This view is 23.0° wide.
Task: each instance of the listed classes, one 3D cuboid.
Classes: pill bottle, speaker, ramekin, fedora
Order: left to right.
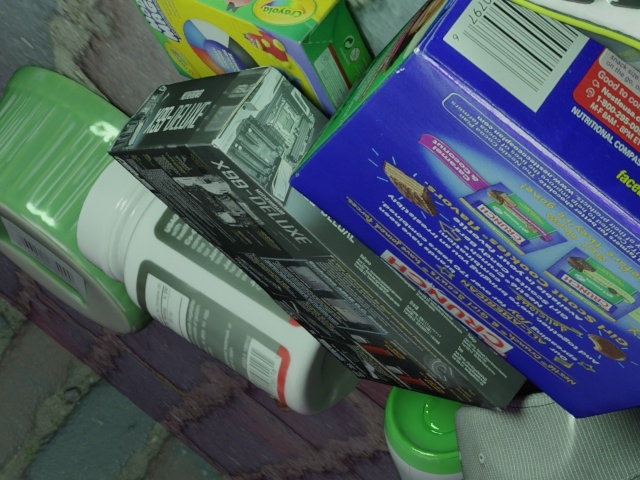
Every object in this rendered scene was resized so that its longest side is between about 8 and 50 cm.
[{"bbox_3d":[-0.260,-0.034,1.715,0.303,0.148,0.303,35,163,12],"label":"ramekin"},{"bbox_3d":[-0.080,0.028,1.484,0.283,0.161,0.161,31,162,24],"label":"pill bottle"},{"bbox_3d":[0.142,0.226,1.597,0.131,0.131,0.296,30,161,25],"label":"speaker"},{"bbox_3d":[0.196,0.158,1.231,0.275,0.244,0.124,171,78,-79],"label":"fedora"}]

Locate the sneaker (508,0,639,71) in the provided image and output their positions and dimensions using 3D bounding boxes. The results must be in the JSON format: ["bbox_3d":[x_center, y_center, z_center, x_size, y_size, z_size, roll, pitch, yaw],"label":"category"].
[{"bbox_3d":[0.169,-0.103,0.723,0.300,0.111,0.121,33,167,23],"label":"sneaker"}]

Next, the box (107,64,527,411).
[{"bbox_3d":[0.000,0.000,1.217,0.307,0.076,0.242,43,164,-19],"label":"box"}]

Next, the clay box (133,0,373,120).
[{"bbox_3d":[-0.060,-0.152,1.153,0.222,0.053,0.127,25,159,36],"label":"clay box"}]

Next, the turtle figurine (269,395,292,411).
[{"bbox_3d":[-0.087,0.115,1.854,0.269,0.087,0.217,21,156,45],"label":"turtle figurine"}]

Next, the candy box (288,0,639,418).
[{"bbox_3d":[0.142,-0.028,0.943,0.268,0.122,0.317,39,162,-5],"label":"candy box"}]
